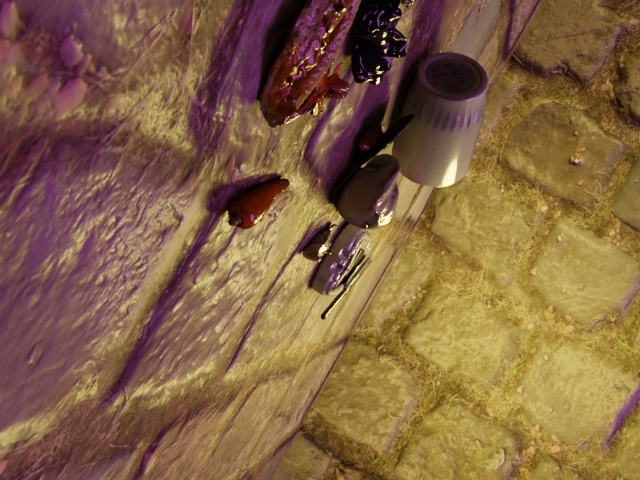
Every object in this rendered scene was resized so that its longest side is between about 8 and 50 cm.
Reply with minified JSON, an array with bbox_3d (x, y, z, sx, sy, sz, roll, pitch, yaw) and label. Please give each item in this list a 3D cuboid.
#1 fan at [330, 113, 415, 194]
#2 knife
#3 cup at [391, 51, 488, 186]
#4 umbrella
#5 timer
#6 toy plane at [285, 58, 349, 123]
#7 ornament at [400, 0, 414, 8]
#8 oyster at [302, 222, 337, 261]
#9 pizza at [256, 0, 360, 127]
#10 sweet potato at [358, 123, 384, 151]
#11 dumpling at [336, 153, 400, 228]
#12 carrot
[{"bbox_3d":[0.160,-0.252,1.836,0.294,0.012,0.223,-51,-167,-31],"label":"fan"},{"bbox_3d":[0.088,0.151,2.231,0.343,0.027,0.061,-48,162,-40],"label":"knife"},{"bbox_3d":[0.359,-0.360,2.053,0.253,0.253,0.371,-52,161,-30],"label":"cup"},{"bbox_3d":[0.116,-0.406,1.372,0.122,0.110,0.272,-54,164,-15],"label":"umbrella"},{"bbox_3d":[0.078,0.072,2.265,0.262,0.087,0.237,-60,166,3],"label":"timer"},{"bbox_3d":[-0.020,-0.274,1.294,0.188,0.062,0.135,-35,155,-30],"label":"toy plane"},{"bbox_3d":[0.178,-0.536,1.414,0.203,0.088,0.081,-52,137,-77],"label":"ornament"},{"bbox_3d":[0.004,0.001,1.971,0.200,0.061,0.106,-9,110,-76],"label":"oyster"},{"bbox_3d":[0.001,-0.357,1.134,0.365,0.074,0.182,-60,175,-3],"label":"pizza"},{"bbox_3d":[0.146,-0.287,1.856,0.195,0.056,0.056,-49,164,-58],"label":"sweet potato"},{"bbox_3d":[0.131,-0.146,1.917,0.175,0.243,0.227,30,80,-49],"label":"dumpling"},{"bbox_3d":[-0.110,-0.085,1.351,0.256,0.061,0.061,-45,160,-56],"label":"carrot"}]
